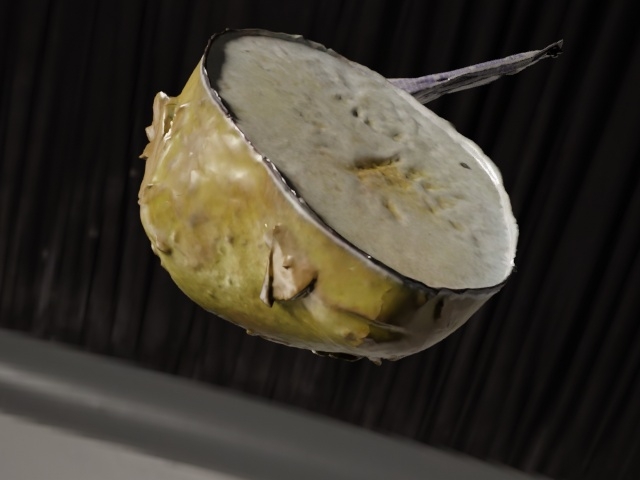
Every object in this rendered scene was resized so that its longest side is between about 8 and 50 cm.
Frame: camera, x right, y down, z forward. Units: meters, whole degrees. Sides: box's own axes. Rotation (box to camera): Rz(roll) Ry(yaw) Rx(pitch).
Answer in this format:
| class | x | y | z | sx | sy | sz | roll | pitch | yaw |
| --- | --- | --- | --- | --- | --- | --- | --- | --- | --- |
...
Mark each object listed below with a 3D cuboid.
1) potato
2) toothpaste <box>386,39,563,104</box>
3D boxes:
| class | x | y | z | sx | sy | sz | roll | pitch | yaw |
| --- | --- | --- | --- | --- | --- | --- | --- | --- | --- |
| potato | 0.000 | 0.000 | 1.375 | 0.246 | 0.196 | 0.299 | -9 | 48 | -43 |
| toothpaste | 0.078 | -0.131 | 1.621 | 0.282 | 0.068 | 0.099 | -19 | 29 | -17 |
